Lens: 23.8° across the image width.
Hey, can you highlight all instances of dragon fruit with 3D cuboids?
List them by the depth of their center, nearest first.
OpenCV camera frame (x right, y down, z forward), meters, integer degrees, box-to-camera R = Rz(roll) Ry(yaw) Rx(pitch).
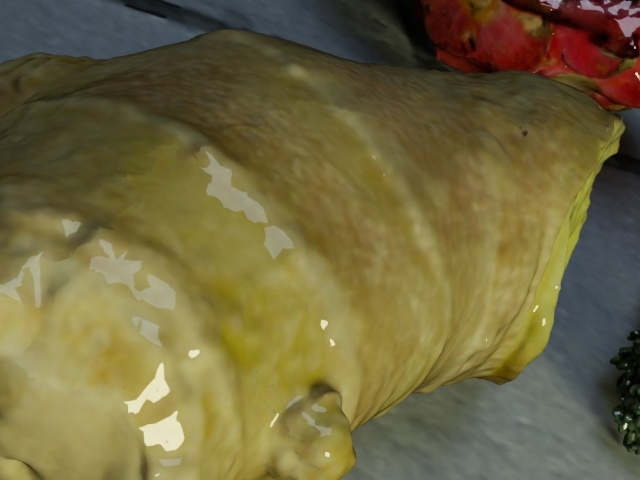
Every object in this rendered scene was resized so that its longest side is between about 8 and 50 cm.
[{"bbox_3d":[0.125,-0.143,0.788,0.262,0.163,0.189,49,2,31],"label":"dragon fruit"}]

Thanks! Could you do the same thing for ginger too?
[{"bbox_3d":[0.000,0.000,0.514,0.354,0.126,0.190,-5,38,-47],"label":"ginger"}]

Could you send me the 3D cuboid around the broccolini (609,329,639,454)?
[{"bbox_3d":[0.223,0.009,0.747,0.078,0.074,0.392,-1,19,28],"label":"broccolini"}]
